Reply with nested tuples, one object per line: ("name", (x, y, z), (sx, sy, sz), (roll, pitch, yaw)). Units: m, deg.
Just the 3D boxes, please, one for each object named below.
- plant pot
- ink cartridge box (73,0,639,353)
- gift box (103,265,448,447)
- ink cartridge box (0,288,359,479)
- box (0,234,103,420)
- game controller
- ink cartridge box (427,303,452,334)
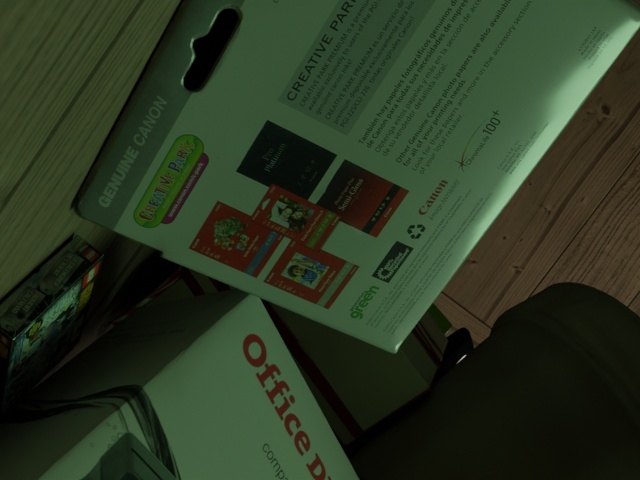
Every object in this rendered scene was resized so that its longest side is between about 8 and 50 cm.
("plant pot", (0.182, 0.237, 1.026), (0.280, 0.323, 0.323), (-22, 164, -16))
("ink cartridge box", (0.014, -0.111, 0.759), (0.309, 0.272, 0.130), (-55, -155, 24))
("gift box", (-0.054, 0.091, 1.098), (0.276, 0.258, 0.255), (-34, 179, 8))
("ink cartridge box", (-0.149, 0.257, 0.812), (0.166, 0.285, 0.395), (-13, -160, 42))
("box", (-0.207, 0.066, 0.790), (0.094, 0.027, 0.137), (-50, 174, -37))
("game controller", (0.055, 0.199, 1.201), (0.319, 0.067, 0.166), (-35, 165, -47))
("ink cartridge box", (0.026, 0.087, 1.490), (0.189, 0.255, 0.097), (-50, 155, 18))
